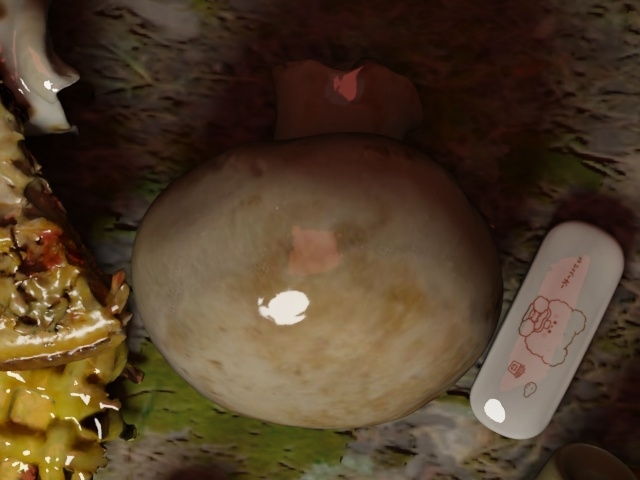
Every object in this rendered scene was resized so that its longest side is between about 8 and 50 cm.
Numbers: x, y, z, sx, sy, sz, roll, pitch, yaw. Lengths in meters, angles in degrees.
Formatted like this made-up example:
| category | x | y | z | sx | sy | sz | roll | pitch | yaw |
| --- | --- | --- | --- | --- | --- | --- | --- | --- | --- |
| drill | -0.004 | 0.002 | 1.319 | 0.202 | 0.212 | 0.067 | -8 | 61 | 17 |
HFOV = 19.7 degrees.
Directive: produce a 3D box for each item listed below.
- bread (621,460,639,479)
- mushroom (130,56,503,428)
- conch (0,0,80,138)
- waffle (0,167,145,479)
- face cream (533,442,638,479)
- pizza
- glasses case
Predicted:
| category | x | y | z | sx | sy | sz | roll | pitch | yaw |
| --- | --- | --- | --- | --- | --- | --- | --- | --- | --- |
| bread | 0.258 | 0.250 | 1.540 | 0.125 | 0.086 | 0.156 | -26 | 91 | 4 |
| mushroom | 0.000 | 0.000 | 1.479 | 0.297 | 0.297 | 0.290 | 2 | 57 | 3 |
| conch | -0.290 | -0.199 | 1.501 | 0.149 | 0.275 | 0.183 | -7 | 137 | -18 |
| waffle | -0.360 | 0.097 | 1.561 | 0.382 | 0.095 | 0.379 | -27 | 92 | 1 |
| face cream | 0.149 | 0.309 | 1.510 | 0.137 | 0.084 | 0.341 | 28 | 123 | 0 |
| pizza | -0.256 | -0.001 | 1.443 | 0.251 | 0.074 | 0.287 | 22 | 117 | -8 |
| glasses case | 0.190 | 0.075 | 1.551 | 0.074 | 0.049 | 0.193 | 26 | 96 | 1 |
